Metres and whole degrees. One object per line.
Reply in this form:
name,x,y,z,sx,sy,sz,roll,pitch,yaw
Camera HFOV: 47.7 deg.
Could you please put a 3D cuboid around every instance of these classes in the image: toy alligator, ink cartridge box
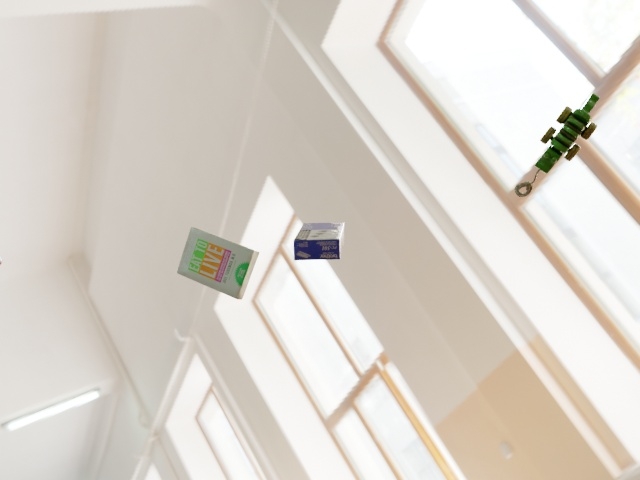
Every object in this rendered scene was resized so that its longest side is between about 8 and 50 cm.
toy alligator,0.359,-0.140,1.098,0.189,0.056,0.051,-55,-8,16
ink cartridge box,0.000,0.000,1.571,0.097,0.046,0.207,-1,11,5

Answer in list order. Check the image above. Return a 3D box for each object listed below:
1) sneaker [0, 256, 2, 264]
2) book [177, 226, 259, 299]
sneaker,-0.686,0.010,1.391,0.136,0.116,0.313,1,-49,-17
book,-0.194,0.043,1.364,0.035,0.144,0.096,21,-91,-66
